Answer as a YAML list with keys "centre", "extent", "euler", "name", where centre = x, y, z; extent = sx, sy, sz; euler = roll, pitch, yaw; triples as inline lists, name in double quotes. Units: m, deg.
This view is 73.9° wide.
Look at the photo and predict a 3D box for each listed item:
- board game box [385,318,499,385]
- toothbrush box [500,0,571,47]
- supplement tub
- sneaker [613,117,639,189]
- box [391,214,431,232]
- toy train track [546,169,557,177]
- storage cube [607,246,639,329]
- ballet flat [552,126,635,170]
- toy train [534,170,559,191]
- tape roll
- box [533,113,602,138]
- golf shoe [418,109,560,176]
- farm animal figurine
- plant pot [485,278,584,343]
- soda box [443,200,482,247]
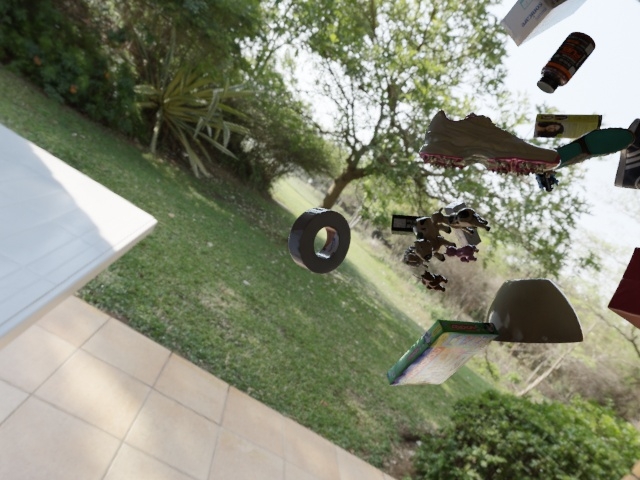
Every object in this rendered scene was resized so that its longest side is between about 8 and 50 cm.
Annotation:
- centre: [0.373, 0.359, 1.333]
  extent: [0.214, 0.317, 0.046]
  euler: [7, 44, -24]
  name: "board game box"
- centre: [0.839, -0.867, 1.526]
  extent: [0.126, 0.296, 0.216]
  euler: [56, -9, 4]
  name: "toothbrush box"
- centre: [0.843, -0.610, 1.473]
  extent: [0.106, 0.197, 0.106]
  euler: [36, 7, -5]
  name: "supplement tub"
- centre: [1.173, -0.300, 1.528]
  extent: [0.153, 0.099, 0.282]
  euler: [29, -33, 44]
  name: "sneaker"
- centre: [0.420, -0.067, 1.969]
  extent: [0.180, 0.077, 0.147]
  euler: [4, -5, 10]
  name: "box"
- centre: [0.873, -0.272, 1.603]
  extent: [0.048, 0.083, 0.014]
  euler: [26, -6, 36]
  name: "toy train track"
- centre: [0.873, 0.144, 1.027]
  extent: [0.215, 0.183, 0.193]
  euler: [29, -4, -20]
  name: "storage cube"
- centre: [0.799, -0.281, 1.281]
  extent: [0.077, 0.241, 0.091]
  euler: [-26, 99, -52]
  name: "ballet flat"
- centre: [0.906, -0.282, 1.727]
  extent: [0.184, 0.080, 0.105]
  euler: [54, 28, -33]
  name: "toy train"
- centre: [0.000, 0.000, 1.444]
  extent: [0.219, 0.219, 0.072]
  euler: [29, -7, -41]
  name: "tape roll"
- centre: [0.987, -0.457, 1.705]
  extent: [0.233, 0.058, 0.087]
  euler: [8, -39, 26]
  name: "box"
- centre: [0.388, -0.227, 0.974]
  extent: [0.307, 0.140, 0.115]
  euler: [9, -5, 11]
  name: "golf shoe"
- centre: [0.411, -0.001, 1.525]
  extent: [0.172, 0.330, 0.326]
  euler: [23, 19, -15]
  name: "farm animal figurine"
- centre: [0.669, 0.220, 1.360]
  extent: [0.284, 0.190, 0.284]
  euler: [-1, -9, 0]
  name: "plant pot"
- centre: [0.635, -0.069, 1.896]
  extent: [0.216, 0.069, 0.074]
  euler: [59, -12, -19]
  name: "soda box"
